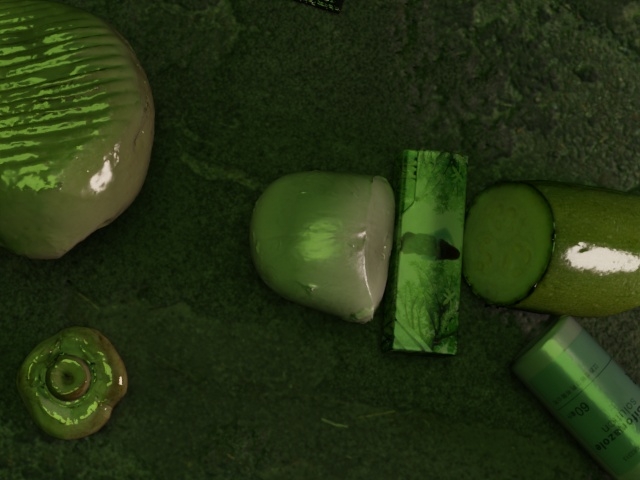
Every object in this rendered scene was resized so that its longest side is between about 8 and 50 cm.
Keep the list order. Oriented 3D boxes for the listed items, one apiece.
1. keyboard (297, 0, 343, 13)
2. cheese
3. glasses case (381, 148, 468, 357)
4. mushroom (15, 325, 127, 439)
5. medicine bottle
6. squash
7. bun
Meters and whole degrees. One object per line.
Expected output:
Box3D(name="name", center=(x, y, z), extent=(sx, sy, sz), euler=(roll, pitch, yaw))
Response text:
Box3D(name="keyboard", center=(-0.062, -0.378, 1.821), extent=(0.205, 0.013, 0.061), euler=(17, 80, 0))
Box3D(name="cheese", center=(0.000, 0.000, 1.688), extent=(0.189, 0.154, 0.198), euler=(8, 79, 3))
Box3D(name="glasses case", center=(0.142, 0.017, 1.729), extent=(0.095, 0.062, 0.272), euler=(7, 79, -16))
Box3D(name="mushroom", center=(-0.319, 0.183, 1.660), extent=(0.148, 0.112, 0.148), euler=(2, 72, -6))
Box3D(name="medicine bottle", center=(0.404, 0.257, 1.683), extent=(0.110, 0.110, 0.352), euler=(-42, 84, -9))
Box3D(name="squash", center=(0.343, 0.014, 1.769), extent=(0.261, 0.189, 0.189), euler=(6, 77, -38))
Box3D(name="bun", center=(-0.374, -0.150, 1.663), extent=(0.326, 0.234, 0.362), euler=(-37, 68, -15))
